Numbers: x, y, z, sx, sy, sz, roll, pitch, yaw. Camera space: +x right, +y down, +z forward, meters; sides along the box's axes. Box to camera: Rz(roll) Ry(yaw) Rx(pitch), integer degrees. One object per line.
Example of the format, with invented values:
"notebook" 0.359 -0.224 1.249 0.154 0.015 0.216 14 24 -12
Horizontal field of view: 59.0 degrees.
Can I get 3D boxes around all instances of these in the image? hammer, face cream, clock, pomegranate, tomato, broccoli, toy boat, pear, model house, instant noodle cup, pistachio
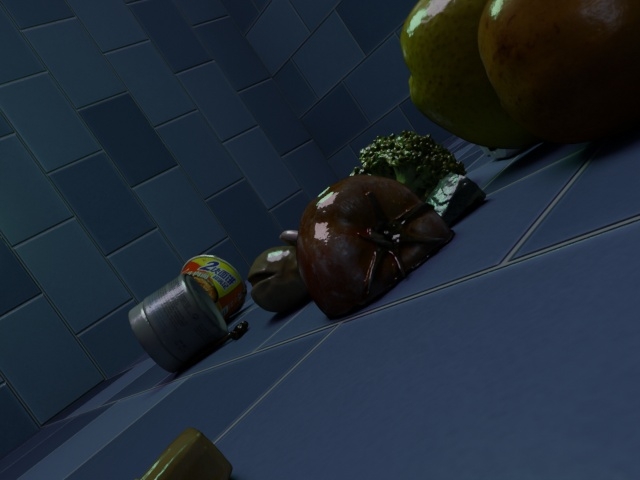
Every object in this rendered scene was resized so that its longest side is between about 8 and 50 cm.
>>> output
"hammer" -0.227 0.225 1.193 0.178 0.021 0.065 -34 5 17
"face cream" -0.314 0.183 1.270 0.153 0.177 0.177 -34 4 -1
"clock" 0.388 -0.224 1.126 0.117 0.080 0.176 -33 2 5
"pomegranate" 0.330 -0.255 0.689 0.264 0.264 0.264 -34 4 3
"tomato" 0.054 -0.009 0.785 0.214 0.155 0.181 -37 1 -26
"broccoli" 0.144 -0.120 1.129 0.273 0.180 0.242 -36 5 -22
"toy boat" -0.121 0.197 0.368 0.077 0.057 0.200 -38 3 20
"pear" 0.330 -0.311 0.902 0.386 0.340 0.191 -12 13 7
"model house" 0.197 -0.054 0.865 0.083 0.066 0.079 -52 17 -6
"instant noodle cup" -0.334 0.169 1.572 0.213 0.213 0.174 -32 12 26
"pistachio" -0.075 0.075 1.070 0.124 0.124 0.185 -36 -1 -26

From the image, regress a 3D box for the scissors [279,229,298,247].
"scissors" 0.000 0.000 1.007 0.317 0.160 0.024 97 -170 -76
